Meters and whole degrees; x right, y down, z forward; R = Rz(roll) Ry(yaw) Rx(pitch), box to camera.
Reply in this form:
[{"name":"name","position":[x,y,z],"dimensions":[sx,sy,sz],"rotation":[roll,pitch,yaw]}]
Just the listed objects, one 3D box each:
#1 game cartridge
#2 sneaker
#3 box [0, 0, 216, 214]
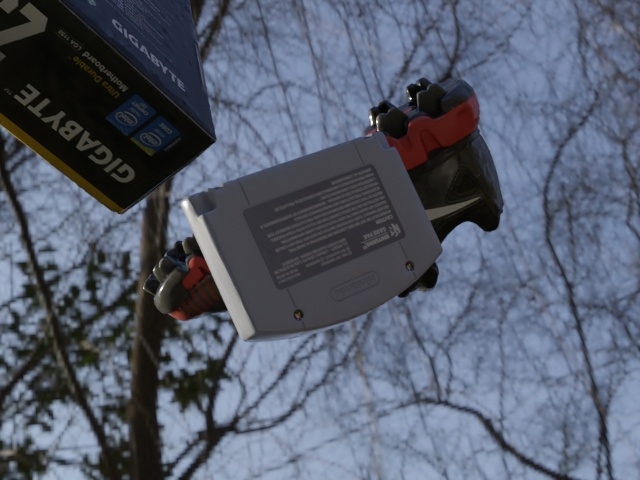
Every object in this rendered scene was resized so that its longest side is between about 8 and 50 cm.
[{"name":"game cartridge","position":[0.000,0.000,0.390],"dimensions":[0.083,0.056,0.017],"rotation":[-21,-9,-36]},{"name":"sneaker","position":[0.010,0.000,0.866],"dimensions":[0.276,0.097,0.135],"rotation":[-30,-78,6]},{"name":"box","position":[-0.194,-0.195,0.625],"dimensions":[0.079,0.257,0.322],"rotation":[-35,-50,16]}]
